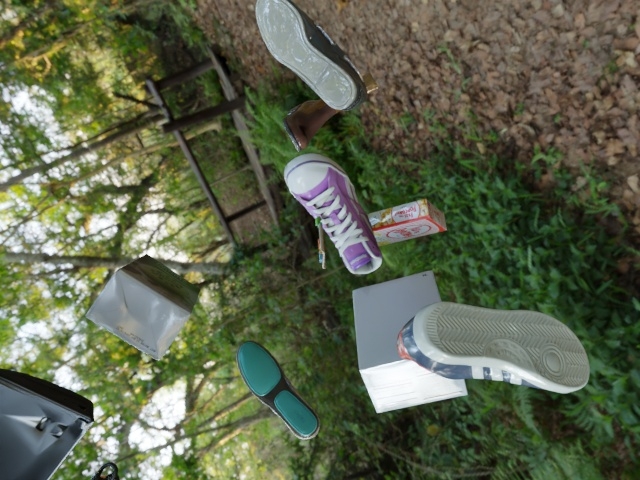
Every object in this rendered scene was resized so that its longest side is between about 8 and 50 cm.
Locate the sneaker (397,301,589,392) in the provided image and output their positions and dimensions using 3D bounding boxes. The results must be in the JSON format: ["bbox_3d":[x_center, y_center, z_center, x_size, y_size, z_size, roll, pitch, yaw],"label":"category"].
[{"bbox_3d":[0.296,0.192,0.904,0.148,0.349,0.131,131,153,-58],"label":"sneaker"}]

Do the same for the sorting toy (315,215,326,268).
[{"bbox_3d":[0.000,0.000,0.900,0.062,0.012,0.083,84,-179,-58],"label":"sorting toy"}]

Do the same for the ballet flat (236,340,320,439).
[{"bbox_3d":[-0.123,0.415,1.415,0.316,0.107,0.106,50,166,16],"label":"ballet flat"}]

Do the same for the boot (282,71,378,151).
[{"bbox_3d":[0.040,-0.369,1.470,0.096,0.280,0.264,62,-164,-21],"label":"boot"}]

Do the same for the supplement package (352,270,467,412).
[{"bbox_3d":[0.193,0.221,1.166,0.262,0.203,0.145,-90,-18,-57],"label":"supplement package"}]

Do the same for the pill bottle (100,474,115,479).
[{"bbox_3d":[-0.414,0.540,0.882,0.246,0.130,0.131,-64,-35,-42],"label":"pill bottle"}]

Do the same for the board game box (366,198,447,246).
[{"bbox_3d":[0.170,-0.035,1.158,0.146,0.193,0.045,19,-120,-60],"label":"board game box"}]

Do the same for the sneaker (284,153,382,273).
[{"bbox_3d":[0.042,-0.036,0.956,0.282,0.102,0.161,42,-159,-46],"label":"sneaker"}]

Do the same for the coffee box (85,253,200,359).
[{"bbox_3d":[-0.374,0.134,1.136,0.168,0.119,0.297,35,178,-10],"label":"coffee box"}]

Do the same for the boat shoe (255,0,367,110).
[{"bbox_3d":[-0.020,-0.422,1.164,0.335,0.112,0.095,51,-149,10],"label":"boat shoe"}]

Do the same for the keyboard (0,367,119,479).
[{"bbox_3d":[-0.322,0.268,0.501,0.201,0.317,0.033,36,-170,-22],"label":"keyboard"}]
